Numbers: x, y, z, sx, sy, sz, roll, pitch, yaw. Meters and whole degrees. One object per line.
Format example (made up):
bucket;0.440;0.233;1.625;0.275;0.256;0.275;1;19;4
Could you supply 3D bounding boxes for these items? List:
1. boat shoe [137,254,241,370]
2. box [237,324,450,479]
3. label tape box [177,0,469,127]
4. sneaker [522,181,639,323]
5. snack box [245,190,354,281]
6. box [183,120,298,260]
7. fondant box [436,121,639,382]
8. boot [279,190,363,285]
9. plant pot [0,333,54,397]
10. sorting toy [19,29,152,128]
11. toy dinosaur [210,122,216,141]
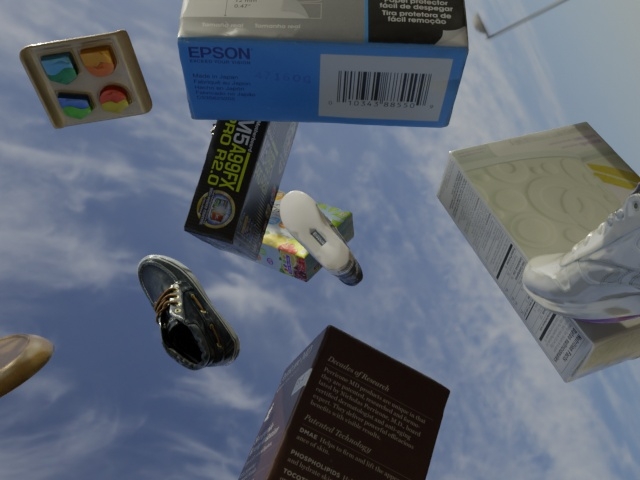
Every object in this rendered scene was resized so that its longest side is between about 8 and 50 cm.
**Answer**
boat shoe;-0.178;0.083;0.874;0.183;0.065;0.083;43;-167;18
box;0.019;0.245;0.823;0.167;0.168;0.203;28;-126;-6
label tape box;0.005;-0.282;0.718;0.115;0.249;0.347;91;-179;-61
sneaker;0.321;0.004;0.697;0.114;0.305;0.152;-19;-84;-30
snack box;-0.062;-0.016;1.478;0.174;0.207;0.070;-42;-40;-38
box;-0.091;-0.092;0.913;0.270;0.060;0.216;84;-157;-84
fondant box;0.339;-0.003;0.939;0.238;0.096;0.330;-14;-127;-18
boot;0.000;0.000;1.210;0.190;0.069;0.086;55;-178;32
plant pot;-0.528;0.204;1.090;0.236;0.236;0.032;-49;-56;-57
sorting toy;-0.457;-0.310;1.407;0.193;0.208;0.038;80;176;-47
toy dinosaur;-0.156;-0.298;1.594;0.322;0.218;0.164;-81;-31;-80
